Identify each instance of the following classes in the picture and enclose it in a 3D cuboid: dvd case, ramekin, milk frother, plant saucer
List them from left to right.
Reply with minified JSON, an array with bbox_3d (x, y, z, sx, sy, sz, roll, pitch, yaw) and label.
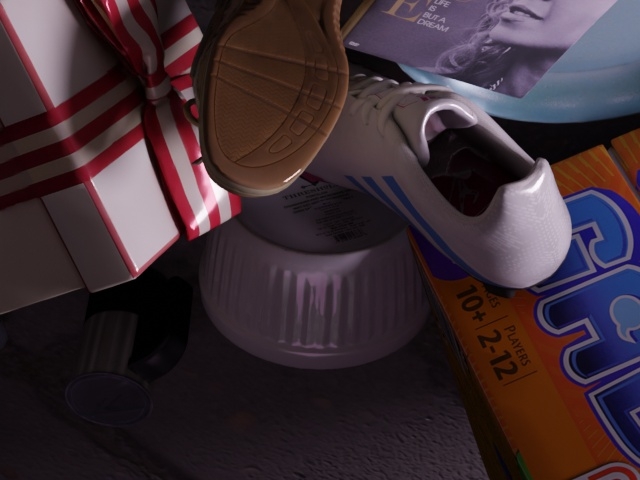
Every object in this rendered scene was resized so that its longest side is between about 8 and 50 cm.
[{"bbox_3d":[-0.202,0.074,1.815,0.143,0.134,0.129,26,136,-20],"label":"milk frother"},{"bbox_3d":[0.000,0.000,1.654,0.207,0.207,0.109,5,131,2],"label":"ramekin"},{"bbox_3d":[0.135,-0.188,1.435,0.164,0.018,0.221,14,144,-22],"label":"dvd case"},{"bbox_3d":[0.198,-0.198,1.476,0.318,0.043,0.317,-1,148,-1],"label":"plant saucer"}]

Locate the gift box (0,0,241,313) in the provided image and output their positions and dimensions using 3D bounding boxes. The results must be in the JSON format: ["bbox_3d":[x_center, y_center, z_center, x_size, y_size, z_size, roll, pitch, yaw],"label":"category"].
[{"bbox_3d":[-0.206,-0.108,1.509,0.258,0.276,0.255,-16,112,32],"label":"gift box"}]

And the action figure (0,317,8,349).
[{"bbox_3d":[-0.451,0.169,1.877,0.248,0.275,0.370,12,154,4],"label":"action figure"}]

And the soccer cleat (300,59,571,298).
[{"bbox_3d":[0.062,-0.086,1.514,0.331,0.116,0.143,33,155,32],"label":"soccer cleat"}]

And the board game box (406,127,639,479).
[{"bbox_3d":[0.323,0.150,1.576,0.356,0.356,0.356,-22,136,-2],"label":"board game box"}]

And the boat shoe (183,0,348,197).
[{"bbox_3d":[-0.038,-0.133,1.434,0.105,0.285,0.089,25,140,-13],"label":"boat shoe"}]
